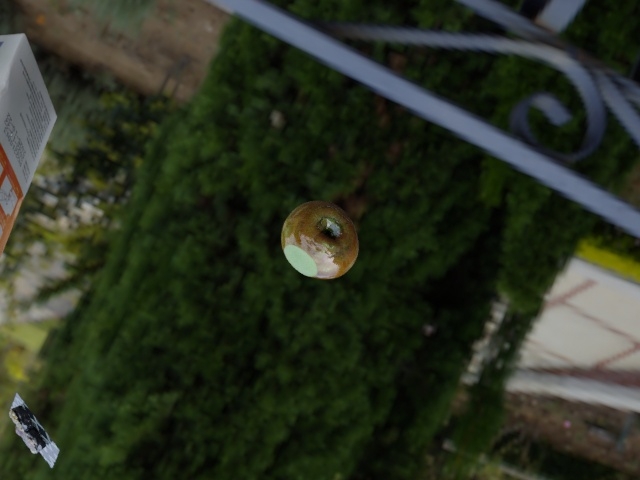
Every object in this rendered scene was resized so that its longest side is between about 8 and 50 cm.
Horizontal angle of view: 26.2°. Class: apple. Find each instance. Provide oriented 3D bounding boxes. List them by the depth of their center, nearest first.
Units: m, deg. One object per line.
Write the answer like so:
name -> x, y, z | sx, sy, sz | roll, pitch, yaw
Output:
apple -> 0.000, 0.000, 1.933 | 0.114, 0.099, 0.102 | 40, 151, -1

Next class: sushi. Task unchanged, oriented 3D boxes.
sushi -> -0.473, 0.315, 2.223 | 0.120, 0.026, 0.126 | 51, 154, 7

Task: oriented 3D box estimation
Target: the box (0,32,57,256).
box -> -0.485, -0.094, 1.690 | 0.225, 0.341, 0.143 | -3, 134, 12
